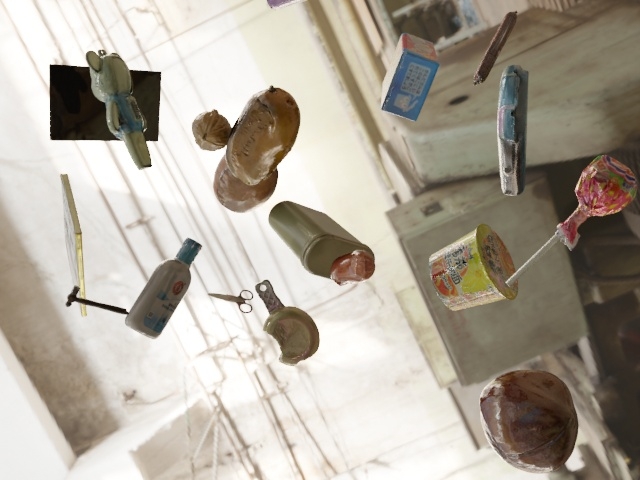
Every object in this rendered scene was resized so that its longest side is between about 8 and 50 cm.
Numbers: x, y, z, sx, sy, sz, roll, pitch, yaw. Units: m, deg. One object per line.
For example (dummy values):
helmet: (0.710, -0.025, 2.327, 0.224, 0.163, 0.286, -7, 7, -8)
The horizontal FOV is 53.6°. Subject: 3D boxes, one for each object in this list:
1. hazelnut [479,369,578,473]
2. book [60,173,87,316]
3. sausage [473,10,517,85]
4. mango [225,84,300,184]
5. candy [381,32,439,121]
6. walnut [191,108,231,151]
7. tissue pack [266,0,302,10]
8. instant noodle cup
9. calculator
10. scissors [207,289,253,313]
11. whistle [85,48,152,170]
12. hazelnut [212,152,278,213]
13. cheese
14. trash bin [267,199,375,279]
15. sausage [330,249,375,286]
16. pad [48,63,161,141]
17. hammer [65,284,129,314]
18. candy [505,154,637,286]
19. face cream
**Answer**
hazelnut: (0.477, 0.410, 1.434, 0.229, 0.230, 0.229, -25, -90, -84)
book: (-0.749, 0.019, 1.931, 0.262, 0.028, 0.373, 60, 147, 36)
sausage: (0.319, -0.352, 1.152, 0.025, 0.198, 0.028, 21, 155, 21)
mango: (-0.132, -0.244, 1.502, 0.151, 0.248, 0.156, 3, -145, -46)
candy: (0.230, -0.434, 1.655, 0.305, 0.100, 0.157, -79, 8, -63)
walnut: (-0.269, -0.272, 1.567, 0.124, 0.105, 0.105, -94, -22, -68)
tissue pack: (0.006, -0.794, 1.813, 0.242, 0.339, 0.160, -73, -34, -57)
instant noodle cup: (0.489, 0.101, 2.057, 0.264, 0.200, 0.264, 34, -137, -38)
calculator: (0.379, -0.210, 1.245, 0.293, 0.051, 0.172, 56, -141, -60)
scissors: (-0.310, 0.201, 2.192, 0.176, 0.022, 0.085, 14, -111, -32)
whistle: (-0.376, -0.245, 1.198, 0.114, 0.077, 0.235, -39, -68, -70)
hazelnut: (-0.216, -0.183, 1.809, 0.176, 0.214, 0.214, 20, -145, -36)
cheese: (-0.117, 0.250, 1.968, 0.286, 0.163, 0.082, 57, 179, -7)
trash bin: (0.000, 0.000, 1.766, 0.243, 0.121, 0.247, 18, -162, -39)
sausage: (0.074, 0.068, 1.532, 0.077, 0.077, 0.194, 65, 159, 1)
pad: (-0.481, -0.307, 1.429, 0.006, 0.246, 0.170, 34, 122, 51)
hammer: (-0.615, 0.177, 1.768, 0.178, 0.065, 0.021, 22, -173, -30)
candy: (0.554, -0.030, 1.436, 0.124, 0.365, 0.124, 39, -166, -12)
face cream: (-0.484, 0.146, 2.016, 0.080, 0.336, 0.163, 22, 165, 28)
